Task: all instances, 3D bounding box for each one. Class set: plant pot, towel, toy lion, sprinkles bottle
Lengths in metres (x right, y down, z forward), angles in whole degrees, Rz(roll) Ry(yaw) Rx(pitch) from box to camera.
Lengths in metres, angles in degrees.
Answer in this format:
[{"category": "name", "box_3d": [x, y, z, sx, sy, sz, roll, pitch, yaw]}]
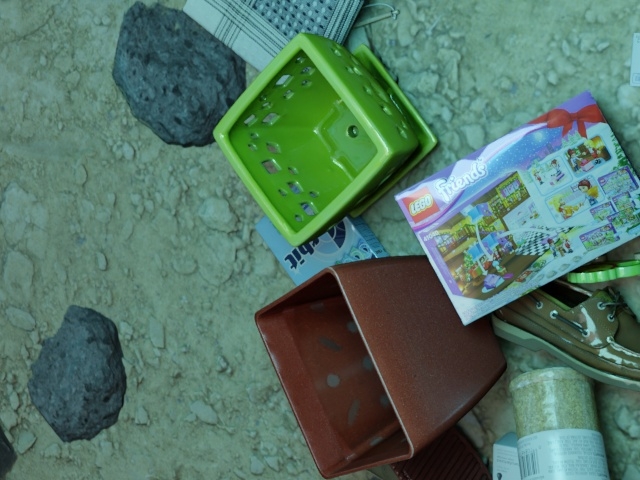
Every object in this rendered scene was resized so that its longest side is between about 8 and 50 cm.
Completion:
[{"category": "plant pot", "box_3d": [0.101, 0.160, 1.503, 0.267, 0.236, 0.267, -35, 77, 57]}, {"category": "plant pot", "box_3d": [0.020, -0.153, 1.542, 0.227, 0.207, 0.228, -43, 76, 32]}, {"category": "towel", "box_3d": [-0.079, -0.411, 1.595, 0.324, 0.056, 0.312, 43, 134, 14]}, {"category": "toy lion", "box_3d": [0.386, 0.040, 1.407, 0.100, 0.096, 0.034, -5, 97, 33]}, {"category": "sprinkles bottle", "box_3d": [0.329, 0.351, 1.387, 0.121, 0.121, 0.355, -21, 59, 34]}]

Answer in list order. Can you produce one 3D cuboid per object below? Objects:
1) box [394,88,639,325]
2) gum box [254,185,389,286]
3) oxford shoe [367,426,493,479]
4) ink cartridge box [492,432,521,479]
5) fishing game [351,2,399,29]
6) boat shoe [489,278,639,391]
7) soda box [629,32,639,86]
[{"category": "box", "box_3d": [0.274, -0.043, 1.398, 0.293, 0.057, 0.200, -28, 88, 11]}, {"category": "gum box", "box_3d": [0.000, 0.000, 1.685, 0.157, 0.041, 0.184, -44, 74, 31]}, {"category": "oxford shoe", "box_3d": [0.127, 0.329, 1.647, 0.348, 0.123, 0.130, 39, 153, 14]}, {"category": "ink cartridge box", "box_3d": [0.314, 0.370, 1.539, 0.109, 0.063, 0.150, 5, 101, 31]}, {"category": "fishing game", "box_3d": [0.027, -0.447, 1.573, 0.189, 0.041, 0.264, -12, 96, 28]}, {"category": "boat shoe", "box_3d": [0.372, 0.117, 1.422, 0.307, 0.111, 0.104, 18, 110, 29]}, {"category": "soda box", "box_3d": [0.500, -0.221, 1.294, 0.216, 0.074, 0.069, 9, 103, 31]}]
